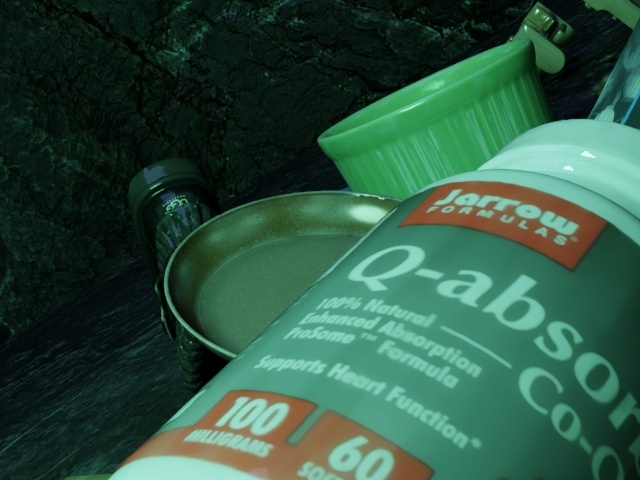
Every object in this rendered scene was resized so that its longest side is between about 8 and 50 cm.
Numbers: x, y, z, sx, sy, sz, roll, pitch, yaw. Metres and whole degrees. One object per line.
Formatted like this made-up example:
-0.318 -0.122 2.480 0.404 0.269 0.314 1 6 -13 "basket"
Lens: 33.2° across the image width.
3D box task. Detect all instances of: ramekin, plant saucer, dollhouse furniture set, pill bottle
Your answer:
0.163 -0.133 1.402 0.304 0.148 0.303 -25 9 4 "ramekin"
0.009 0.046 1.026 0.311 0.050 0.310 -2 32 1 "plant saucer"
0.414 -0.330 1.798 0.242 0.161 0.212 -53 0 27 "dollhouse furniture set"
0.073 0.091 0.535 0.210 0.210 0.363 -22 15 46 "pill bottle"

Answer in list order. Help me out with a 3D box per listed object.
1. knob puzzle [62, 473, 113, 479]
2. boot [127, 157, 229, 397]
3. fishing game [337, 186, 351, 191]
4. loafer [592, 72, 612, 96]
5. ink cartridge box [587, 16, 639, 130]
-0.293 0.315 1.104 0.213 0.030 0.213 -31 11 7 "knob puzzle"
-0.117 0.095 1.266 0.131 0.348 0.260 -28 52 -5 "boot"
0.072 -0.077 1.810 0.264 0.041 0.189 -26 9 -10 "fishing game"
0.382 -0.188 1.364 0.056 0.050 0.148 -27 -4 15 "loafer"
0.286 -0.122 0.864 0.332 0.065 0.165 -63 8 4 "ink cartridge box"
